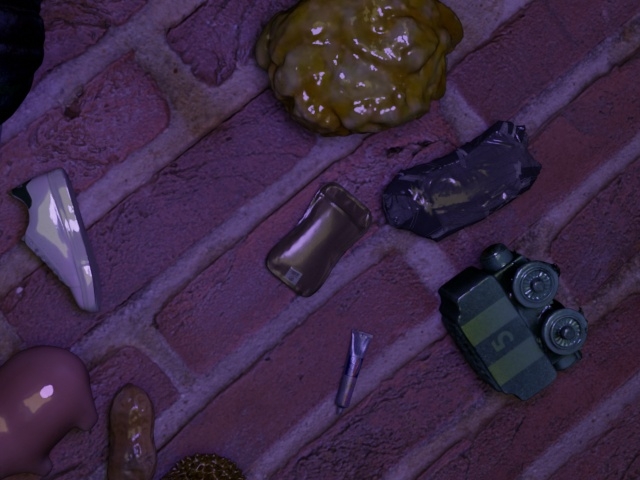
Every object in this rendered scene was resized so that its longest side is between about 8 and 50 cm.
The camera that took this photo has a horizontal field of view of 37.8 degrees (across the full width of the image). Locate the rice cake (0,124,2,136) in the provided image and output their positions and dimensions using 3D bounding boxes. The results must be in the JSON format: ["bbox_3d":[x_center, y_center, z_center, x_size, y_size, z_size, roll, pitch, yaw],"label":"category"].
[{"bbox_3d":[-0.571,-0.264,1.648,0.045,0.042,0.245,8,92,-9],"label":"rice cake"}]

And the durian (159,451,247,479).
[{"bbox_3d":[-0.234,0.471,1.746,0.208,0.102,0.146,1,99,-10],"label":"durian"}]

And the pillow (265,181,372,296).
[{"bbox_3d":[0.000,0.000,1.804,0.130,0.033,0.217,39,84,-16],"label":"pillow"}]

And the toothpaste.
[{"bbox_3d":[0.060,0.260,1.838,0.045,0.028,0.170,17,88,-7],"label":"toothpaste"}]

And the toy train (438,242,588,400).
[{"bbox_3d":[0.380,0.159,1.843,0.238,0.167,0.299,-36,100,-3],"label":"toy train"}]

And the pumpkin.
[{"bbox_3d":[-0.612,-0.339,1.482,0.266,0.363,0.363,-17,100,-55],"label":"pumpkin"}]

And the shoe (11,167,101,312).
[{"bbox_3d":[-0.470,0.008,1.669,0.110,0.095,0.265,-14,91,-7],"label":"shoe"}]

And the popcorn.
[{"bbox_3d":[0.063,-0.344,1.670,0.334,0.293,0.292,-51,137,-6],"label":"popcorn"}]

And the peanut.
[{"bbox_3d":[-0.344,0.370,1.722,0.099,0.099,0.214,1,87,-14],"label":"peanut"}]

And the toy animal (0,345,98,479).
[{"bbox_3d":[-0.554,0.303,1.608,0.326,0.237,0.269,-47,111,-11],"label":"toy animal"}]

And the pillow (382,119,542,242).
[{"bbox_3d":[0.278,-0.112,1.834,0.335,0.092,0.161,-28,94,-10],"label":"pillow"}]

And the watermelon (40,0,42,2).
[{"bbox_3d":[-0.525,-0.437,1.617,0.105,0.105,0.133,-6,100,-13],"label":"watermelon"}]
